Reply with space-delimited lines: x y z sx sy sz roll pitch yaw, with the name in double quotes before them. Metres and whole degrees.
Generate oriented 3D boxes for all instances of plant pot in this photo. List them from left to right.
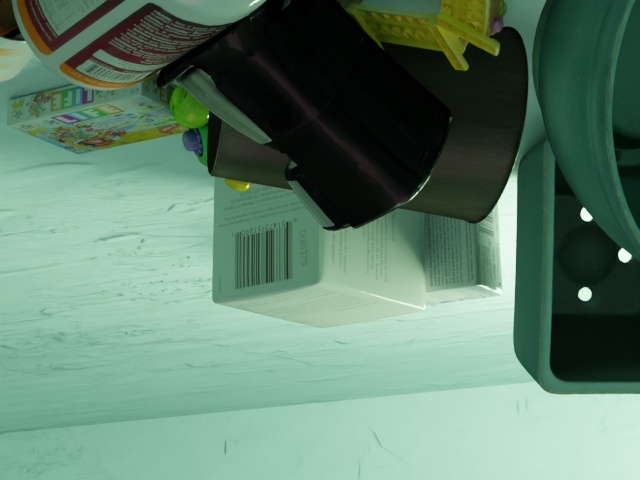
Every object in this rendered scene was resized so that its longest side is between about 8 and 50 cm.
"plant pot" 0.312 0.021 1.494 0.247 0.248 0.252 1 -179 -8
"plant pot" 0.260 -0.114 0.947 0.293 0.293 0.196 6 -168 -24

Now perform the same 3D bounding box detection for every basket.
"basket" 0.028 -0.103 1.165 0.226 0.154 0.204 5 163 -9

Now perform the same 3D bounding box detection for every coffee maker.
"coffee maker" 0.002 -0.101 0.993 0.178 0.120 0.171 41 161 -20

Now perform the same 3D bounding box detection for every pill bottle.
"pill bottle" -0.096 -0.180 0.899 0.121 0.121 0.221 9 163 -34

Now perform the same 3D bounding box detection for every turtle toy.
"turtle toy" -0.090 -0.106 1.279 0.066 0.095 0.130 17 170 18

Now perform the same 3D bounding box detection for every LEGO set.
"LEGO set" 0.086 -0.197 0.967 0.132 0.107 0.287 37 163 -6

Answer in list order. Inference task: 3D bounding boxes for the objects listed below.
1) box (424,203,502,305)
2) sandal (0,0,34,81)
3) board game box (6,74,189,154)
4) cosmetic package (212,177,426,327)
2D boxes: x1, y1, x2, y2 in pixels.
"box" 0.127 0.004 1.617 0.137 0.126 0.072 -9 165 30
"sandal" -0.271 -0.149 1.098 0.102 0.076 0.265 10 162 -37
"board game box" -0.196 -0.117 1.328 0.154 0.026 0.103 -9 163 29
"cosmetic package" 0.000 0.000 1.542 0.151 0.152 0.183 -12 162 38
